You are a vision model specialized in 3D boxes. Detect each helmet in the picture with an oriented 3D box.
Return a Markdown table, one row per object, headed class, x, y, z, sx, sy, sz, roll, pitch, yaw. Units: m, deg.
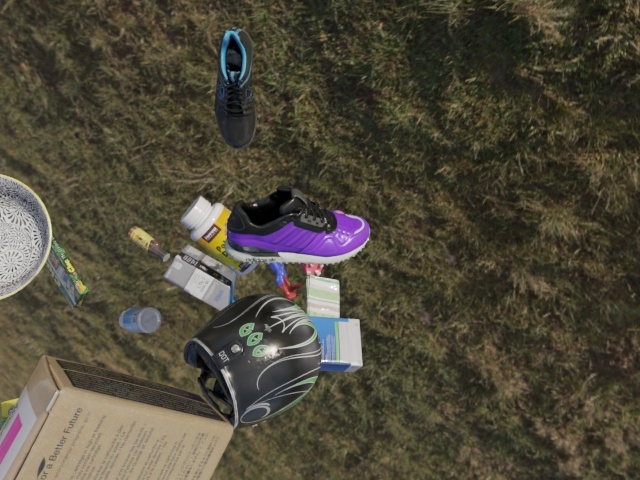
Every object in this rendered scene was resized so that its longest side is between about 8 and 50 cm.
| class | x | y | z | sx | sy | sz | roll | pitch | yaw |
| --- | --- | --- | --- | --- | --- | --- | --- | --- | --- |
| helmet | -0.077 | 0.149 | 0.660 | 0.169 | 0.161 | 0.170 | 30 | 132 | 40 |

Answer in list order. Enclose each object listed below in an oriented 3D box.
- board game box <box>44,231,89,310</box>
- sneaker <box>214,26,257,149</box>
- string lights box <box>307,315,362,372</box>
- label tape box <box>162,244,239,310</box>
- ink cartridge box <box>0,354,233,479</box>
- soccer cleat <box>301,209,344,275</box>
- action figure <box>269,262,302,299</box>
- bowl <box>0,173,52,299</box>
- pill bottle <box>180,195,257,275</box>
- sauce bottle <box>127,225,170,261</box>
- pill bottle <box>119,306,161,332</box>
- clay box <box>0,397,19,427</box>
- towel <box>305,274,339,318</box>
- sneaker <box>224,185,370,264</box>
| class | x | y | z | sx | sy | sz | roll | pitch | yaw |
| --- | --- | --- | --- | --- | --- | --- | --- | --- | --- |
| board game box | -0.726 | 0.060 | 1.390 | 0.260 | 0.030 | 0.136 | 55 | 140 | 6 |
| sneaker | -0.253 | -0.431 | 1.448 | 0.124 | 0.140 | 0.341 | -1 | 107 | -1 |
| string lights box | -0.023 | 0.277 | 1.364 | 0.259 | 0.134 | 0.077 | 7 | 150 | -15 |
| label tape box | -0.403 | 0.159 | 1.915 | 0.333 | 0.240 | 0.106 | 31 | 96 | -9 |
| ink cartridge box | -0.225 | 0.252 | 0.486 | 0.193 | 0.235 | 0.088 | 33 | 172 | -39 |
| soccer cleat | 0.000 | 0.000 | 1.586 | 0.248 | 0.083 | 0.095 | -66 | 34 | 27 |
| action figure | -0.121 | 0.037 | 1.578 | 0.139 | 0.091 | 0.280 | -30 | 108 | 15 |
| bowl | -0.442 | 0.001 | 0.686 | 0.170 | 0.170 | 0.080 | 43 | 167 | -1 |
| pill bottle | -0.248 | -0.014 | 1.293 | 0.215 | 0.117 | 0.117 | 40 | 132 | -20 |
| sauce bottle | -0.458 | 0.011 | 1.353 | 0.128 | 0.042 | 0.042 | 33 | 130 | 16 |
| pill bottle | -0.624 | 0.272 | 1.732 | 0.160 | 0.087 | 0.087 | -7 | 115 | 42 |
| clay box | -0.535 | 0.337 | 1.025 | 0.127 | 0.222 | 0.053 | -14 | 71 | -2 |
| towel | 0.009 | 0.182 | 1.547 | 0.113 | 0.152 | 0.023 | 12 | 147 | -19 |
| sneaker | -0.035 | -0.036 | 0.968 | 0.293 | 0.102 | 0.146 | -4 | 133 | -15 |
